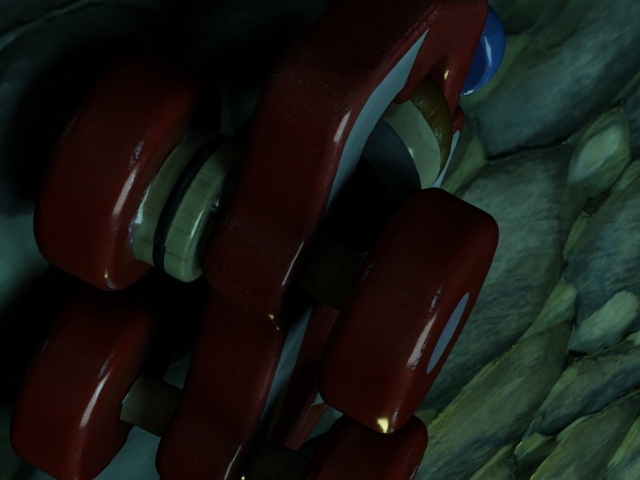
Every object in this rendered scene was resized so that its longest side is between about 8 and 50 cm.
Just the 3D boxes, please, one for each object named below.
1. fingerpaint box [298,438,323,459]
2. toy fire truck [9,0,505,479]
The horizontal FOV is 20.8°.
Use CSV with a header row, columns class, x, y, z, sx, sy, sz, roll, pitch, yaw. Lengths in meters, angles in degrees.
class,x,y,z,sx,sy,sz,roll,pitch,yaw
fingerpaint box,-0.117,0.376,1.072,0.371,0.163,0.445,-19,140,-40
toy fire truck,0.000,0.000,0.800,0.254,0.169,0.302,-52,164,-47
